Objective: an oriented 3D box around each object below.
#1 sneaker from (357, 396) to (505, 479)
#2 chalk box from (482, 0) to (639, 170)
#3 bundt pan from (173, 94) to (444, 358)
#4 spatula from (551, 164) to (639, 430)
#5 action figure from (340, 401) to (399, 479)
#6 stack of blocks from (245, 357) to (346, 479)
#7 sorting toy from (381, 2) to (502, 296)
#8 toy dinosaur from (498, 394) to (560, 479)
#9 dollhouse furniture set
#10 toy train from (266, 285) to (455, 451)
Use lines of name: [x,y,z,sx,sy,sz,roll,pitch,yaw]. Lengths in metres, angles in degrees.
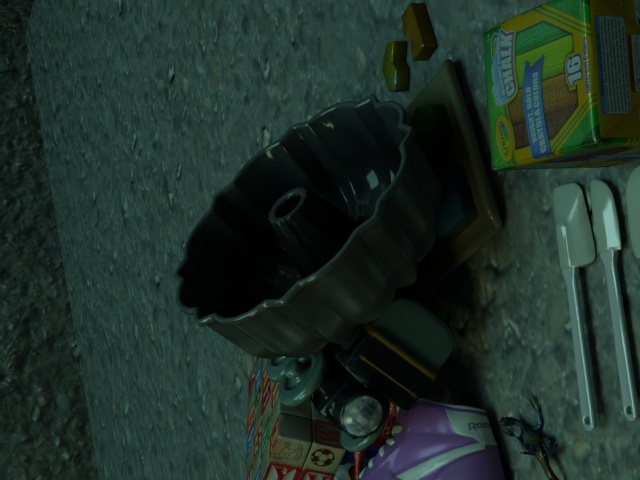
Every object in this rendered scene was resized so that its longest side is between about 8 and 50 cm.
sneaker: [0.090,0.265,1.486,0.282,0.102,0.161,-23,65,34]
chalk box: [0.228,-0.133,1.124,0.213,0.132,0.132,166,100,-66]
bundt pan: [0.000,0.000,1.423,0.124,0.331,0.331,47,172,-27]
spatula: [0.275,0.058,1.195,0.168,0.019,0.242,-16,80,60]
action figure: [0.071,0.286,1.603,0.280,0.091,0.139,116,149,-51]
stack of blocks: [-0.038,0.230,1.722,0.297,0.087,0.171,-93,19,-57]
sorting toy: [0.112,-0.108,1.504,0.229,0.041,0.307,128,133,-57]
toy dinosaur: [0.213,0.209,1.331,0.082,0.047,0.090,-175,70,-84]
dollhouse furniture set: [0.047,-0.099,1.626,0.123,0.151,0.144,-1,93,25]
toy train: [0.033,0.115,1.515,0.190,0.142,0.334,-50,20,2]
